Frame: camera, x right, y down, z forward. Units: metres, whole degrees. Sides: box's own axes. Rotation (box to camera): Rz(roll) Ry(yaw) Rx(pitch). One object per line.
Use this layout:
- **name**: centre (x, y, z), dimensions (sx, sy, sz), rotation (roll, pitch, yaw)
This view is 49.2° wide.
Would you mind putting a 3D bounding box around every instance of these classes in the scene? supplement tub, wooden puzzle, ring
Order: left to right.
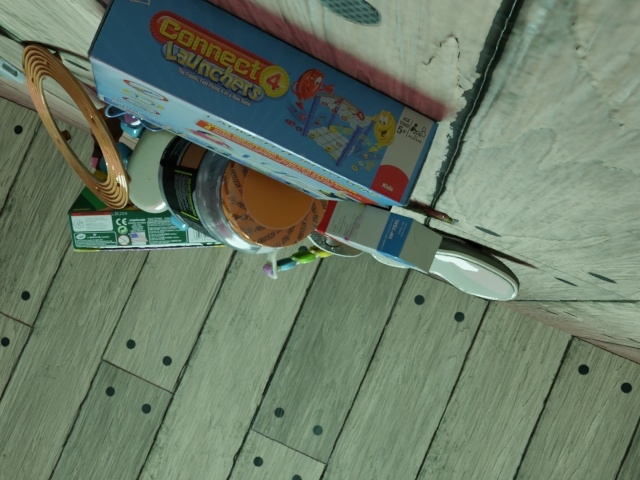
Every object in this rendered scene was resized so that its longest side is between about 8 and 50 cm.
- **ring**: centre (-0.453, -0.212, 1.314), dimensions (0.336, 0.032, 0.336), rotation (38, 149, 28)
- **supplement tub**: centre (-0.123, -0.088, 1.079), dimensions (0.194, 0.193, 0.316), rotation (24, 179, -28)
- **wooden puzzle**: centre (0.201, -0.044, 1.212), dimensions (0.083, 0.006, 0.049), rotation (22, 177, 34)

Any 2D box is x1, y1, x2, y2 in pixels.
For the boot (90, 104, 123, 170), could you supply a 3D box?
- **boot**: centre (-0.518, -0.286, 1.718), dimensions (0.073, 0.197, 0.152), rotation (19, -142, -18)

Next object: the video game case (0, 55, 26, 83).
- **video game case**: centre (-0.649, -0.337, 1.224), dimensions (0.212, 0.023, 0.193), rotation (19, 179, -9)

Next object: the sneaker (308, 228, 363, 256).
- **sneaker**: centre (-0.014, -0.076, 1.491), dimensions (0.290, 0.106, 0.123), rotation (33, -150, -21)

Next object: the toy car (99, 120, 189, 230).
- **toy car**: centre (-0.292, -0.178, 1.472), dimensions (0.219, 0.210, 0.238), rotation (36, -153, 0)

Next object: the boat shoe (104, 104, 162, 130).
- **boat shoe**: centre (-0.254, -0.201, 1.019), dimensions (0.109, 0.089, 0.258), rotation (23, 178, -8)

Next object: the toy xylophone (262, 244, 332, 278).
- **toy xylophone**: centre (0.000, 0.000, 1.772), dimensions (0.323, 0.081, 0.236), rotation (-18, -172, -4)

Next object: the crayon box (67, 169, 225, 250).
- **crayon box**: centre (-0.371, -0.089, 1.648), dimensions (0.363, 0.106, 0.313), rotation (-2, -155, -5)

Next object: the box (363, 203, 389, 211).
- **box**: centre (0.085, -0.081, 1.254), dimensions (0.094, 0.027, 0.137), rotation (24, 178, 7)

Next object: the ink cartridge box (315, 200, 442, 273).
- **ink cartridge box**: centre (0.090, -0.019, 1.297), dimensions (0.231, 0.078, 0.134), rotation (20, 177, 35)

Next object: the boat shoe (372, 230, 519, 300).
- **boat shoe**: centre (0.265, 0.026, 1.468), dimensions (0.335, 0.095, 0.112), rotation (18, 140, 27)

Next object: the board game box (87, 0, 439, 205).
- **board game box**: centre (-0.079, -0.139, 0.742), dimensions (0.308, 0.086, 0.302), rotation (24, 178, -17)
